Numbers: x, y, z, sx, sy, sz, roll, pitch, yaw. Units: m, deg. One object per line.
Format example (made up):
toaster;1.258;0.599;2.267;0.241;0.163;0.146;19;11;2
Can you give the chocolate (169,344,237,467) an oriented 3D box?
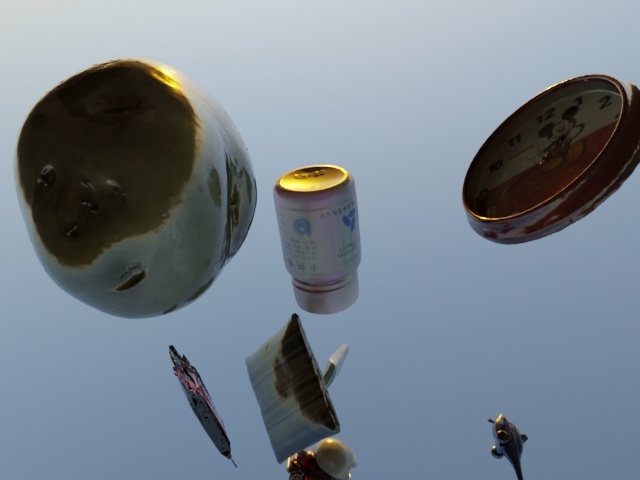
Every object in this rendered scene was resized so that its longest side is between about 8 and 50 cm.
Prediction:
chocolate;-0.152;0.217;0.693;0.028;0.182;0.086;-25;-146;-14

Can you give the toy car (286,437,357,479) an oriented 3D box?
toy car;0.012;0.442;1.059;0.112;0.139;0.112;-58;-176;9

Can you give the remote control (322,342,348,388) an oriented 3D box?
remote control;0.027;0.244;1.037;0.029;0.162;0.061;30;-82;11

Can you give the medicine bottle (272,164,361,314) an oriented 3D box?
medicine bottle;0.000;0.000;1.001;0.152;0.254;0.152;-6;-154;3

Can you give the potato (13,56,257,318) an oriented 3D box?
potato;-0.182;-0.062;0.565;0.221;0.243;0.326;-26;-158;5

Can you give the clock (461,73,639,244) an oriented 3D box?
clock;0.363;-0.125;0.856;0.318;0.080;0.318;-45;-159;23

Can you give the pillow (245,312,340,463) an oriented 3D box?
pillow;-0.058;0.268;0.960;0.052;0.208;0.212;-4;-119;-38

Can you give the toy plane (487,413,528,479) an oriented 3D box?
toy plane;0.323;0.357;0.893;0.062;0.054;0.167;2;-146;1
